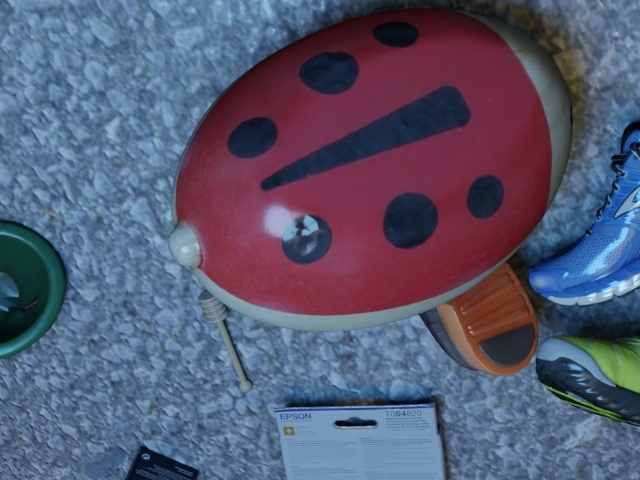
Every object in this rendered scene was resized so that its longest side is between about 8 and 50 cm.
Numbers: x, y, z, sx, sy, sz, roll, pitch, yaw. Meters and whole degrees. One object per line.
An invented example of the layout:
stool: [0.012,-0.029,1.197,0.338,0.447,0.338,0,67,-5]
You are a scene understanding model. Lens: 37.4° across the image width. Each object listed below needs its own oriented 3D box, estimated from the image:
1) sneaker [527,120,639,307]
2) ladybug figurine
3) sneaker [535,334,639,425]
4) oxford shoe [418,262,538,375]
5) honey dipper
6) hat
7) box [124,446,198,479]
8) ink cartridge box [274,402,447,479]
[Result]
sneaker: [0.356,-0.052,1.037,0.330,0.130,0.147,-40,90,22]
ladybug figurine: [0.063,-0.082,0.916,0.449,0.162,0.305,-28,83,-18]
sneaker: [0.421,0.155,1.095,0.384,0.145,0.147,16,86,-18]
oxford shoe: [0.114,-0.010,1.084,0.130,0.133,0.364,-25,94,-25]
honey dipper: [-0.121,0.137,1.257,0.030,0.030,0.161,-12,117,16]
hat: [-0.449,0.083,1.290,0.208,0.183,0.173,-40,94,-16]
box: [-0.281,0.461,1.363,0.103,0.184,0.261,25,119,-3]
ink cartridge box: [0.060,0.307,1.301,0.223,0.045,0.224,-3,115,11]
